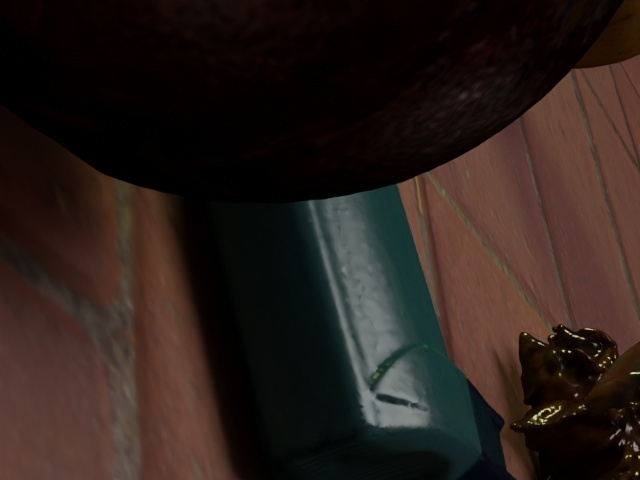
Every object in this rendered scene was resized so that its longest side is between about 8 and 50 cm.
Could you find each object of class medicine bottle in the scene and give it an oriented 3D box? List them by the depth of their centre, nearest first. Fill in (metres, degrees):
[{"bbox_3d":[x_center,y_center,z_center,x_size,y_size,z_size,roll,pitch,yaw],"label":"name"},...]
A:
[{"bbox_3d":[0.000,0.000,0.610,0.124,0.079,0.258,19,51,-61],"label":"medicine bottle"}]

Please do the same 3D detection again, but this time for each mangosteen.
[{"bbox_3d":[-0.016,-0.163,0.433,0.297,0.293,0.297,9,66,-20],"label":"mangosteen"}]

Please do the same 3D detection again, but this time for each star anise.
[{"bbox_3d":[0.203,0.138,0.907,0.346,0.148,0.237,54,19,-59],"label":"star anise"}]

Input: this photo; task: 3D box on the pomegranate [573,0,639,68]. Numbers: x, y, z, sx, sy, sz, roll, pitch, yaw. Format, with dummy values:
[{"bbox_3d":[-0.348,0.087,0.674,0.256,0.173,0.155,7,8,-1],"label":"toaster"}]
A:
[{"bbox_3d":[0.222,-0.275,1.268,0.264,0.264,0.264,53,24,-36],"label":"pomegranate"}]
